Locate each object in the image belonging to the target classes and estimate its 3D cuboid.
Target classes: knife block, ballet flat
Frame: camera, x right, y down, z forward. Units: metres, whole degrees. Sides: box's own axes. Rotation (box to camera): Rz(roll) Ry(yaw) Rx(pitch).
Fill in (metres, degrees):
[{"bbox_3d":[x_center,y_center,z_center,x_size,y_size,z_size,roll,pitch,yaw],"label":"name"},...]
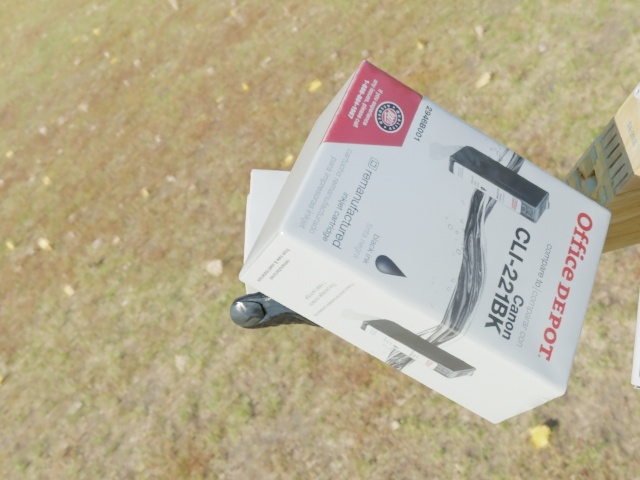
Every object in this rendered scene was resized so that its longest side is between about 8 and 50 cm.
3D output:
[{"bbox_3d":[0.412,-0.072,0.953,0.276,0.242,0.088,117,159,-50],"label":"knife block"},{"bbox_3d":[-0.026,0.074,1.098,0.173,0.058,0.049,-4,14,13],"label":"ballet flat"}]

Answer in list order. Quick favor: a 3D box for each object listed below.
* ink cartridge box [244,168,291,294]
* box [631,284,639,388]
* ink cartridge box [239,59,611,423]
[{"bbox_3d":[0.000,0.000,1.432,0.232,0.171,0.168,3,73,-2],"label":"ink cartridge box"},{"bbox_3d":[0.355,-0.011,0.745,0.169,0.290,0.087,7,19,26],"label":"box"},{"bbox_3d":[0.098,0.005,0.805,0.114,0.272,0.197,-44,19,58],"label":"ink cartridge box"}]
